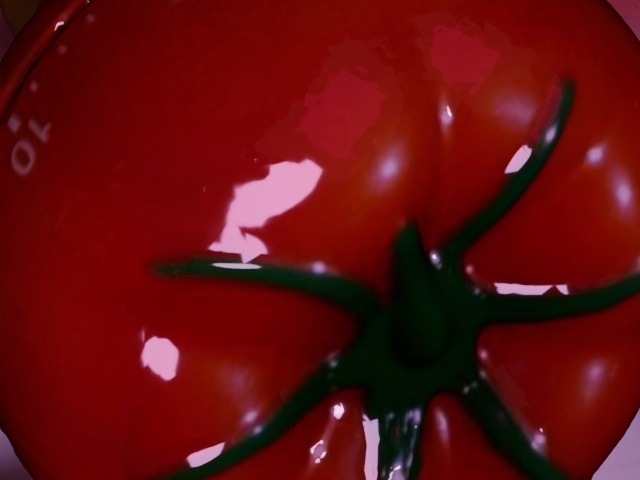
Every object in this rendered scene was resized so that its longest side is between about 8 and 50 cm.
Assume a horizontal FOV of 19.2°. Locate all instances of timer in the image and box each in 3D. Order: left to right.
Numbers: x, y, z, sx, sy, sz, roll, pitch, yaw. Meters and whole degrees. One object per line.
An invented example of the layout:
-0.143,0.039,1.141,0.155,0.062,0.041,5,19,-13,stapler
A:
0.000,0.000,0.974,0.378,0.279,0.378,-12,120,-21,timer

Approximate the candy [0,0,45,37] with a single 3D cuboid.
-0.083,-0.192,1.138,0.260,0.118,0.260,10,68,-26,candy
